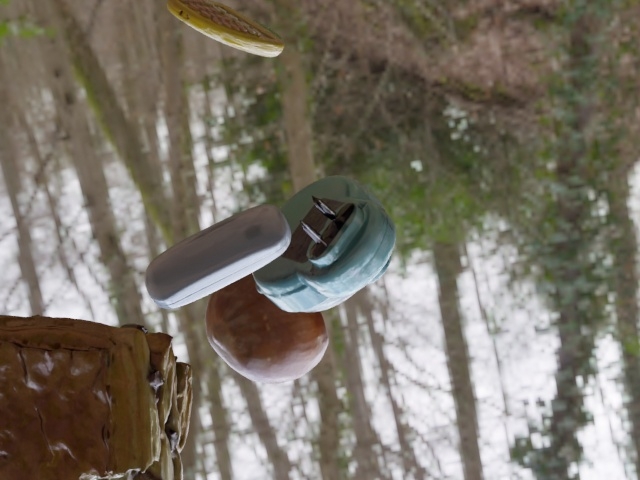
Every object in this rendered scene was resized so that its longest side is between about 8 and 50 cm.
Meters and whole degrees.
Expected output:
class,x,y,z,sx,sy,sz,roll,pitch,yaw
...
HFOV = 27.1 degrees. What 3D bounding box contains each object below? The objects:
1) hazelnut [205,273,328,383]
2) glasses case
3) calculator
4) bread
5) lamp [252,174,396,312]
class,x,y,z,sx,sy,sz,roll,pitch,yaw
hazelnut,-0.096,0.145,2.215,0.214,0.176,0.214,18,-157,-8
glasses case,-0.117,0.018,1.504,0.178,0.045,0.067,-27,-130,6
calculator,-0.131,-0.309,1.909,0.146,0.032,0.235,36,-164,24
bread,-0.299,0.272,1.734,0.314,0.369,0.191,3,-172,31
lamp,0.009,0.007,1.842,0.209,0.147,0.284,-56,-170,-12
